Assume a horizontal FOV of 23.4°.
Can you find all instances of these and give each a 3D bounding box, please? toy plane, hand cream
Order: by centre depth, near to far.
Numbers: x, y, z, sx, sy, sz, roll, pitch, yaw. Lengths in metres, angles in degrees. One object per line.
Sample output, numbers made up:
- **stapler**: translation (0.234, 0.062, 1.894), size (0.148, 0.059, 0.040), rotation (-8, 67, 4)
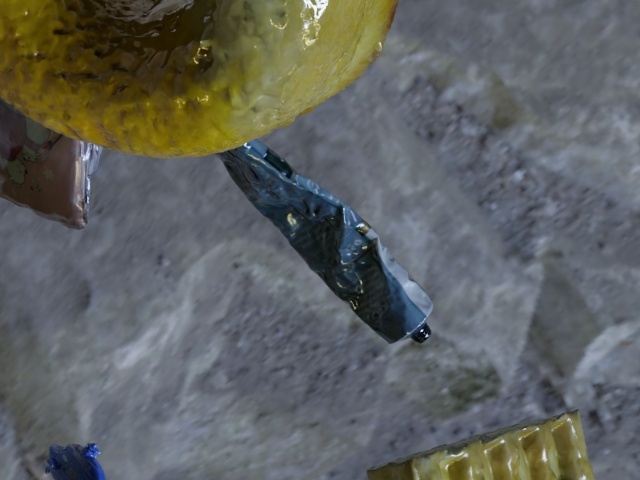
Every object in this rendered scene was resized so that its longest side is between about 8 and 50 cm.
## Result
- **hand cream**: translation (0.000, 0.000, 1.251), size (0.248, 0.075, 0.052), rotation (42, 54, -17)
- **toy plane**: translation (-0.224, 0.249, 1.557), size (0.062, 0.167, 0.054), rotation (-56, 143, 4)

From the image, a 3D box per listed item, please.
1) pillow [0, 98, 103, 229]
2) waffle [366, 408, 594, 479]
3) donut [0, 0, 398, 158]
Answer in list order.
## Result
- **pillow**: translation (-0.220, -0.137, 1.209), size (0.135, 0.248, 0.049), rotation (25, 35, 35)
- **waffle**: translation (0.135, 0.228, 1.174), size (0.274, 0.057, 0.168), rotation (-6, 84, -56)
- **donut**: translation (-0.066, -0.094, 0.535), size (0.181, 0.146, 0.078), rotation (31, 34, -3)
